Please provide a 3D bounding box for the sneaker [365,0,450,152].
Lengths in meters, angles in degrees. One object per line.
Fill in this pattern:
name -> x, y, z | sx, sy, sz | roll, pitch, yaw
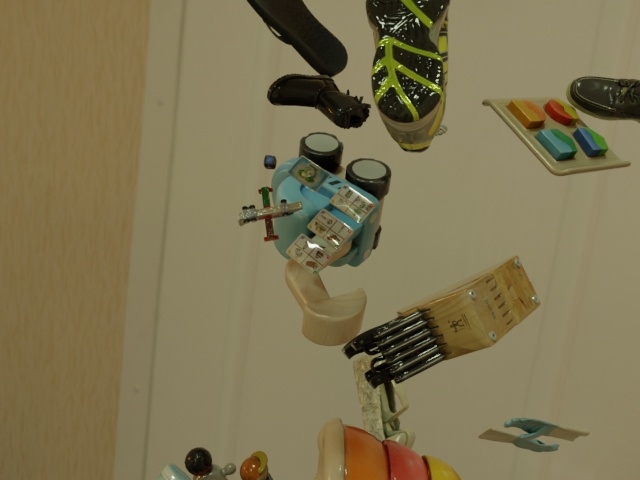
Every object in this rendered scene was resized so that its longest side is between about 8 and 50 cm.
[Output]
sneaker -> 0.147, -0.320, 1.117 | 0.145, 0.385, 0.147 | 4, -29, 13

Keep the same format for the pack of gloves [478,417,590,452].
pack of gloves -> 0.584, 0.551, 1.814 | 0.232, 0.195, 0.046 | 15, 52, -10

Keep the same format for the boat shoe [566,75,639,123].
boat shoe -> 0.543, -0.245, 1.137 | 0.223, 0.080, 0.073 | 18, -13, 4

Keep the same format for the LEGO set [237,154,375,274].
LEGO set -> -0.043, -0.061, 1.280 | 0.244, 0.182, 0.060 | 36, -14, 19

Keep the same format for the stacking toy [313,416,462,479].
stacking toy -> 0.223, 0.608, 1.551 | 0.479, 0.351, 0.350 | 4, 10, -2

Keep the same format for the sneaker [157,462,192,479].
sneaker -> -0.333, 0.632, 1.444 | 0.208, 0.319, 0.127 | -40, 53, -23

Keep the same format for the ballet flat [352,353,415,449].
ballet flat -> 0.182, 0.492, 1.788 | 0.146, 0.409, 0.147 | -9, -26, -4

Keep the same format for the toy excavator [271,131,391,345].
toy excavator -> 0.000, 0.000, 1.460 | 0.433, 0.222, 0.445 | 31, 46, 26

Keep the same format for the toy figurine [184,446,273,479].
toy figurine -> -0.183, 0.455, 1.110 | 0.213, 0.148, 0.209 | -4, 31, 37

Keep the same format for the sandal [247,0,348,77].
sandal -> -0.059, -0.376, 1.130 | 0.054, 0.254, 0.097 | -17, 32, 51

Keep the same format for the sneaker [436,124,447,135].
sneaker -> 0.217, -0.247, 1.349 | 0.098, 0.069, 0.038 | -11, 19, -23

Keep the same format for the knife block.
knife block -> 0.175, 0.130, 1.019 | 0.242, 0.088, 0.275 | -27, -3, 42

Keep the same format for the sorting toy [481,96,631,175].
sorting toy -> 0.401, -0.187, 1.114 | 0.193, 0.038, 0.208 | -10, 49, -34

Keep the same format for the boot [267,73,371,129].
boot -> 0.001, -0.187, 0.903 | 0.121, 0.045, 0.099 | -15, 48, -36
